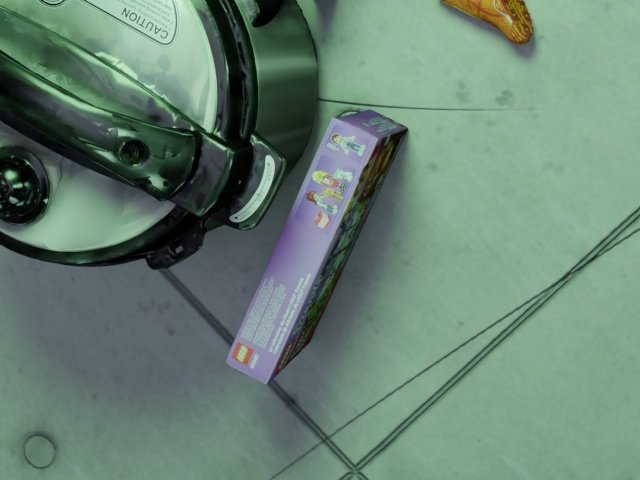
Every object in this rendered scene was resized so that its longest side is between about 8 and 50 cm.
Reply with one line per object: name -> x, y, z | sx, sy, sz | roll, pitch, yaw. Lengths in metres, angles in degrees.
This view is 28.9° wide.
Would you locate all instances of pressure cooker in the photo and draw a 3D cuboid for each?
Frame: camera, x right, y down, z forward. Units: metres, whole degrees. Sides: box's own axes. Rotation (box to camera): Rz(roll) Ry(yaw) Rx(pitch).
pressure cooker -> -0.211, -0.157, 1.302 | 0.370, 0.420, 0.375 | -13, 95, 17

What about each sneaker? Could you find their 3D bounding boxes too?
sneaker -> 0.168, -0.281, 1.388 | 0.175, 0.064, 0.067 | 48, 125, 8

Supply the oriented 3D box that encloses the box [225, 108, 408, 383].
box -> 0.000, 0.000, 1.389 | 0.057, 0.201, 0.293 | 26, 104, 9
